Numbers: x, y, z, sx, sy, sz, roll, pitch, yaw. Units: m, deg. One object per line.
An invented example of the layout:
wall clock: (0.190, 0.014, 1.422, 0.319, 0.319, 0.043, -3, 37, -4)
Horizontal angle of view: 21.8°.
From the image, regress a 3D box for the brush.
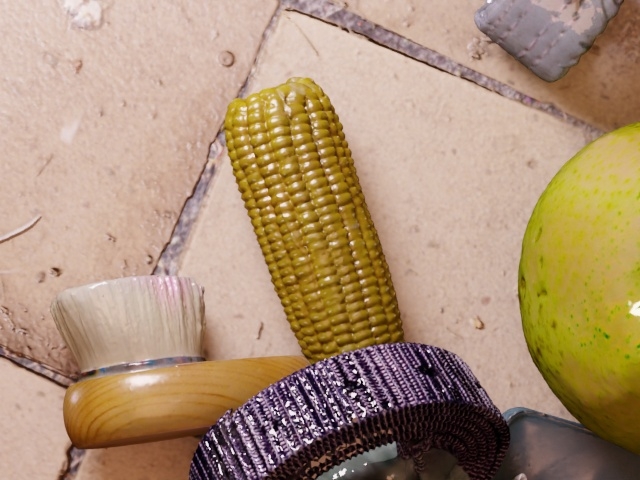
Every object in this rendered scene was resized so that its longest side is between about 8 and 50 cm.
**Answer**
brush: (-0.141, 0.121, 1.722, 0.266, 0.174, 0.166, -5, 80, -8)

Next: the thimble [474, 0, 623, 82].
thimble: (0.248, -0.258, 1.772, 0.118, 0.127, 0.151, 37, 82, -3)

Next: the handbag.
handbag: (0.281, 0.289, 1.796, 0.229, 0.062, 0.179, 16, 91, -3)

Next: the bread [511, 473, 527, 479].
bread: (0.173, 0.367, 1.697, 0.136, 0.107, 0.241, 40, 84, 0)

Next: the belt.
belt: (0.031, 0.227, 1.691, 0.324, 0.260, 0.122, -19, 48, -15)

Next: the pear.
pear: (0.380, 0.041, 1.655, 0.391, 0.391, 0.391, 0, 89, -4)

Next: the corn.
corn: (0.000, 0.000, 1.750, 0.131, 0.131, 0.344, -21, 92, -4)
